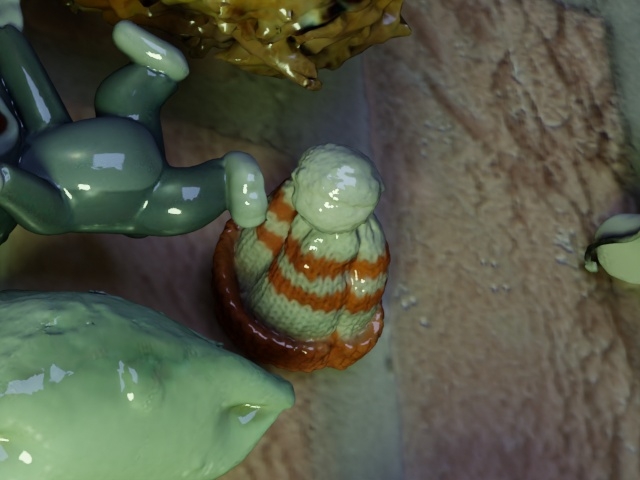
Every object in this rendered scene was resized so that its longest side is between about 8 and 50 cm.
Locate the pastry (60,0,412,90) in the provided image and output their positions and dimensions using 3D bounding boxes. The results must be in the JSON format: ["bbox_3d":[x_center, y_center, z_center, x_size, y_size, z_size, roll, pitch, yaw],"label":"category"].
[{"bbox_3d":[-0.039,-0.269,1.169,0.405,0.292,0.337,-35,78,-33],"label":"pastry"}]

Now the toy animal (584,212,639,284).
[{"bbox_3d":[0.324,-0.040,1.258,0.249,0.174,0.289,24,52,-10],"label":"toy animal"}]

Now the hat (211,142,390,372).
[{"bbox_3d":[0.000,0.000,1.087,0.112,0.162,0.093,42,51,11],"label":"hat"}]

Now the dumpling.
[{"bbox_3d":[-0.123,0.065,1.019,0.217,0.105,0.149,0,58,-25],"label":"dumpling"}]

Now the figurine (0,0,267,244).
[{"bbox_3d":[-0.167,-0.050,1.051,0.265,0.140,0.193,6,54,-18],"label":"figurine"}]
